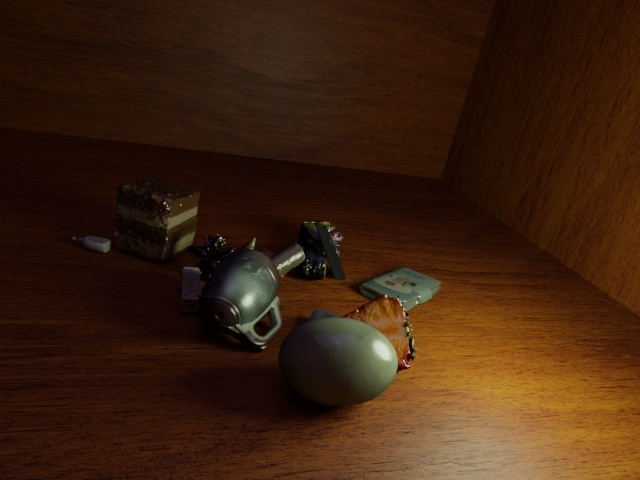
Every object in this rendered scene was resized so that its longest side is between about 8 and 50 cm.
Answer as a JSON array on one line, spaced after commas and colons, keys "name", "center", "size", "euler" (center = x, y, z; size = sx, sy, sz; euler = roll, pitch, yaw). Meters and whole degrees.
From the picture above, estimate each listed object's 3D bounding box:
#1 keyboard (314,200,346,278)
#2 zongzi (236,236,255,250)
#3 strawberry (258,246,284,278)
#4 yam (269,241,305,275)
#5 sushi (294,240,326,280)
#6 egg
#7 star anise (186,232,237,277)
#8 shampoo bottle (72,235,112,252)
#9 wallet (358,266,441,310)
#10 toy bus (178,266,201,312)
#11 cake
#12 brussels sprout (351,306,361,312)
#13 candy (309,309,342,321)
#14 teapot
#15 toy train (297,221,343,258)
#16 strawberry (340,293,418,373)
[{"name": "keyboard", "center": [0.031, -0.003, 2.274], "size": [0.041, 0.380, 0.103], "euler": [-22, -17, 28]}, {"name": "zongzi", "center": [-0.367, 0.047, 2.080], "size": [0.189, 0.177, 0.081], "euler": [15, 16, 7]}, {"name": "strawberry", "center": [-0.212, 0.108, 2.162], "size": [0.121, 0.082, 0.188], "euler": [-31, 54, -15]}, {"name": "yam", "center": [-0.183, 0.106, 2.046], "size": [0.259, 0.093, 0.093], "euler": [-32, 44, -27]}, {"name": "sushi", "center": [-0.047, 0.087, 2.207], "size": [0.127, 0.124, 0.225], "euler": [3, 26, -7]}, {"name": "egg", "center": [0.052, 0.355, 1.488], "size": [0.353, 0.258, 0.258], "euler": [11, 23, -2]}, {"name": "star anise", "center": [-0.418, 0.066, 1.991], "size": [0.220, 0.190, 0.126], "euler": [21, 29, 17]}, {"name": "shampoo bottle", "center": [-0.939, 0.009, 2.051], "size": [0.152, 0.045, 0.077], "euler": [13, 25, -2]}, {"name": "wallet", "center": [0.362, 0.208, 2.208], "size": [0.252, 0.083, 0.360], "euler": [23, 25, 35]}, {"name": "toy bus", "center": [-0.481, 0.182, 1.847], "size": [0.081, 0.074, 0.226], "euler": [5, 25, -16]}, {"name": "cake", "center": [-0.683, -0.096, 2.110], "size": [0.256, 0.290, 0.282], "euler": [19, 23, 11]}, {"name": "brussels sprout", "center": [0.174, 0.305, 1.838], "size": [0.155, 0.117, 0.155], "euler": [8, 15, -2]}, {"name": "candy", "center": [0.023, 0.314, 1.797], "size": [0.138, 0.071, 0.174], "euler": [17, 24, 2]}, {"name": "teapot", "center": [-0.266, 0.223, 1.729], "size": [0.315, 0.233, 0.312], "euler": [40, 31, -4]}, {"name": "toy train", "center": [0.000, 0.000, 2.427], "size": [0.178, 0.133, 0.261], "euler": [2, 25, -22]}, {"name": "strawberry", "center": [0.182, 0.341, 1.699], "size": [0.280, 0.253, 0.150], "euler": [-27, -9, -6]}]
